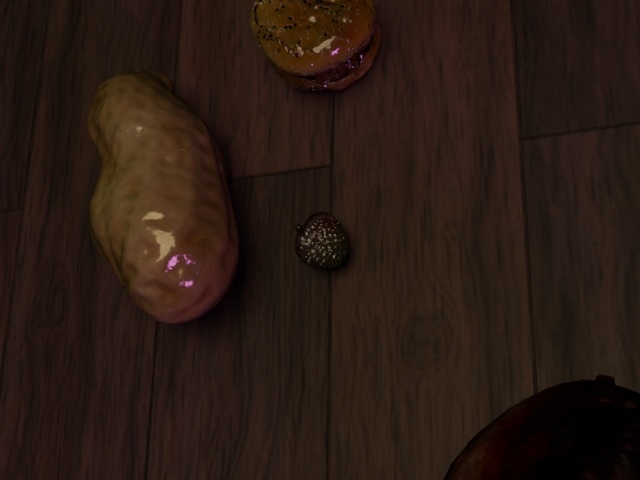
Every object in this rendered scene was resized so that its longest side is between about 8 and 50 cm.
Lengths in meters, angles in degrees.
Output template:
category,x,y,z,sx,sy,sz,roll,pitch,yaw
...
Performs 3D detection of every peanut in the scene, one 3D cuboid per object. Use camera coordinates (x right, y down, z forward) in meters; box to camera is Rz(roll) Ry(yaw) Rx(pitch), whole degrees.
category,x,y,z,sx,sy,sz,roll,pitch,yaw
peanut,-0.216,-0.066,1.228,0.192,0.169,0.387,-25,61,17

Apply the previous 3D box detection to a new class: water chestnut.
category,x,y,z,sx,sy,sz,roll,pitch,yaw
water chestnut,0.226,0.298,0.842,0.302,0.350,0.350,-17,63,46

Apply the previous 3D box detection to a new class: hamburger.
category,x,y,z,sx,sy,sz,roll,pitch,yaw
hamburger,-0.010,-0.293,1.251,0.177,0.113,0.185,-13,68,19

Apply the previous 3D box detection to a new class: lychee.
category,x,y,z,sx,sy,sz,roll,pitch,yaw
lychee,0.000,0.000,1.171,0.083,0.068,0.067,42,121,11
